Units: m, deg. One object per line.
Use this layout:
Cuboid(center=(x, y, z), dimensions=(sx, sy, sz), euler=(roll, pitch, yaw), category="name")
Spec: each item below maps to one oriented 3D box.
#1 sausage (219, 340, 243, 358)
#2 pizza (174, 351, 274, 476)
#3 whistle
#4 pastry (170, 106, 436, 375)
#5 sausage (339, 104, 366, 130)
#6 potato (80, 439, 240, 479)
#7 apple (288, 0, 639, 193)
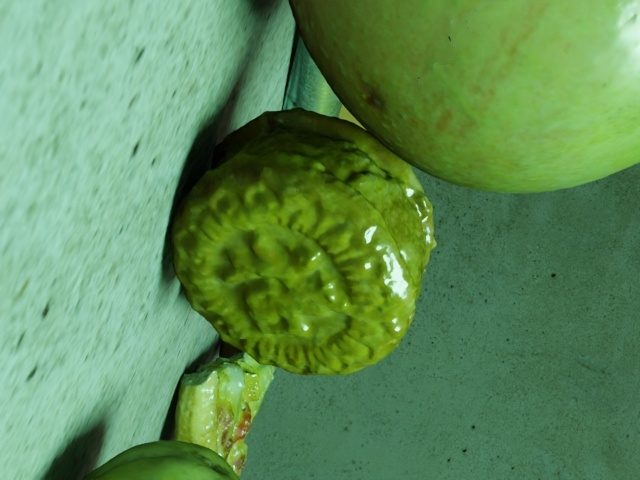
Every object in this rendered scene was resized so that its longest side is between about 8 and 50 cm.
Cuboid(center=(-0.087, 0.094, 1.180), dimensions=(0.109, 0.109, 0.270), euler=(-65, 178, -77), category="sausage")
Cuboid(center=(-0.121, 0.227, 1.018), dimensions=(0.287, 0.075, 0.280), euler=(-61, 158, -53), category="pizza")
Cuboid(center=(0.009, -0.206, 0.716), dimensions=(0.326, 0.068, 0.057), euler=(113, -23, -68), category="whistle")
Cuboid(center=(-0.014, 0.003, 0.528), dimensions=(0.103, 0.189, 0.188), euler=(-60, 173, -50), category="pastry")
Cuboid(center=(0.047, -0.222, 0.898), dimensions=(0.241, 0.120, 0.136), euler=(111, -13, -45), category="sausage")
Cuboid(center=(-0.129, 0.245, 0.458), dimensions=(0.197, 0.148, 0.228), euler=(41, 68, -75), category="potato")
Cuboid(center=(0.125, -0.178, 0.452), dimensions=(0.319, 0.319, 0.277), euler=(-67, -178, -50), category="apple")
